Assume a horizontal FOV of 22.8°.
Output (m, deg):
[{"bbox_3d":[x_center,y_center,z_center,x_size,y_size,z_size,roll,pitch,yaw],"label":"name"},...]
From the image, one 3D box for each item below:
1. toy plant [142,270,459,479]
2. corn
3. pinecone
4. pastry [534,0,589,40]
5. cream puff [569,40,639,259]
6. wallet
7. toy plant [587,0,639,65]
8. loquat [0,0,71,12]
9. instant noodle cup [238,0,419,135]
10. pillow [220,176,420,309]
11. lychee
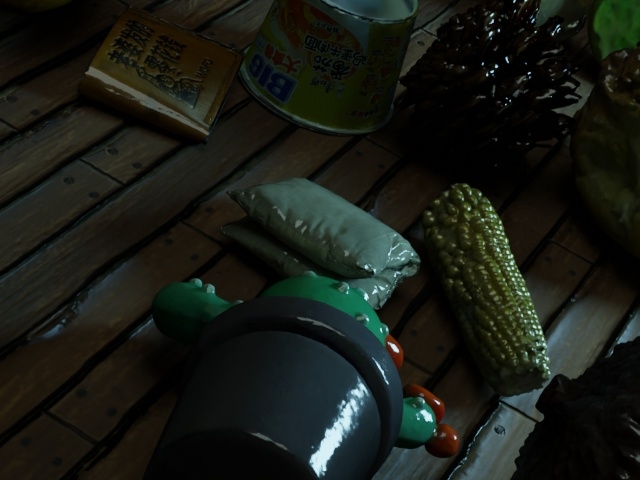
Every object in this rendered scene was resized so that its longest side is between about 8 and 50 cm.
[{"bbox_3d":[-0.031,0.122,1.324,0.280,0.185,0.400,5,23,12],"label":"toy plant"},{"bbox_3d":[0.167,0.048,1.623,0.087,0.086,0.288,8,37,-20],"label":"corn"},{"bbox_3d":[0.209,-0.178,1.867,0.222,0.221,0.221,15,34,-11],"label":"pinecone"},{"bbox_3d":[0.323,-0.364,2.238,0.088,0.165,0.166,-17,25,22],"label":"pastry"},{"bbox_3d":[0.457,-0.100,1.853,0.327,0.231,0.343,30,32,-1],"label":"cream puff"},{"bbox_3d":[-0.180,-0.192,1.799,0.161,0.042,0.195,21,33,-3],"label":"wallet"},{"bbox_3d":[0.501,-0.322,2.274,0.224,0.184,0.316,25,24,10],"label":"toy plant"},{"bbox_3d":[-0.344,-0.414,1.782,0.329,0.328,0.328,15,34,-11],"label":"loquat"},{"bbox_3d":[0.016,-0.244,1.887,0.205,0.153,0.205,15,32,-10],"label":"instant noodle cup"},{"bbox_3d":[0.000,0.000,1.601,0.181,0.077,0.134,33,32,22],"label":"pillow"},{"bbox_3d":[0.295,0.208,1.293,0.300,0.300,0.300,15,34,-11],"label":"lychee"}]
